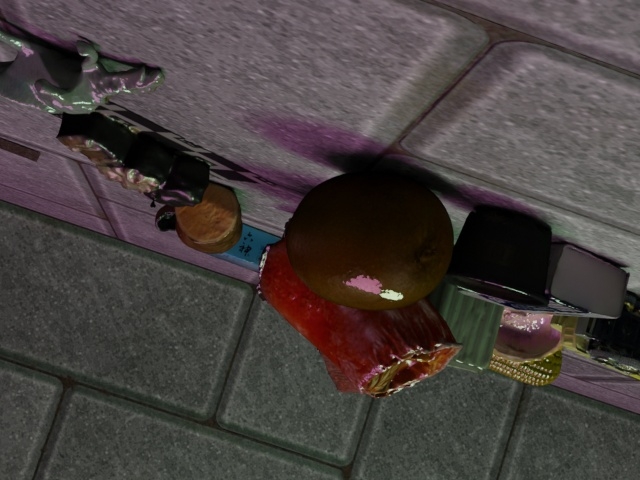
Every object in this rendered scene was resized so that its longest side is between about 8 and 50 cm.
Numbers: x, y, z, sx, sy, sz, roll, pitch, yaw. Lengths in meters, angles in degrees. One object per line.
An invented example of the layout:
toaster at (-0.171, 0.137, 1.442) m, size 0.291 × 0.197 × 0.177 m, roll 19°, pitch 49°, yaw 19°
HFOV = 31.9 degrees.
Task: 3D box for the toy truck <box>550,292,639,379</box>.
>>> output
toy truck at (0.519, 0.170, 1.884) m, size 0.272 × 0.124 × 0.157 m, roll 22°, pitch 170°, yaw -26°

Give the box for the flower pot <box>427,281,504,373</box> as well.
flower pot at (0.216, 0.121, 1.990) m, size 0.239 × 0.190 × 0.209 m, roll 21°, pitch 170°, yaw -24°

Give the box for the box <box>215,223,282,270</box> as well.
box at (-0.156, 0.020, 2.521) m, size 0.232 × 0.083 × 0.142 m, roll 22°, pitch 171°, yaw -19°

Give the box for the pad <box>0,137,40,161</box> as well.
pad at (-0.723, -0.221, 2.425) m, size 0.235 × 0.003 × 0.158 m, roll 20°, pitch 171°, yaw -15°

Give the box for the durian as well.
durian at (0.392, 0.167, 2.236) m, size 0.182 × 0.165 × 0.132 m, roll -10°, pitch 139°, yaw -7°

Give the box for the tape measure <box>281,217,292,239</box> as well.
tape measure at (0.000, 0.000, 2.065) m, size 0.118 × 0.074 × 0.125 m, roll 20°, pitch 174°, yaw -19°

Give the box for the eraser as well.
eraser at (0.335, 0.065, 1.720) m, size 0.130 × 0.086 × 0.287 m, roll 20°, pitch 172°, yaw -18°

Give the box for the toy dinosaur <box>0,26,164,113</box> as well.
toy dinosaur at (-0.388, -0.217, 1.433) m, size 0.392 × 0.092 × 0.205 m, roll -1°, pitch 167°, yaw 41°

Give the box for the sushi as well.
sushi at (-0.309, -0.121, 1.842) m, size 0.296 × 0.100 × 0.373 m, roll 10°, pitch 168°, yaw 46°

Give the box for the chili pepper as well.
chili pepper at (0.057, 0.125, 1.819) m, size 0.229 × 0.305 × 0.251 m, roll -19°, pitch 150°, yaw -31°

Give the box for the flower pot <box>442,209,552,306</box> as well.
flower pot at (0.250, 0.021, 1.543) m, size 0.157 × 0.107 × 0.157 m, roll 17°, pitch 172°, yaw 3°

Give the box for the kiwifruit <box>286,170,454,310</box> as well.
kiwifruit at (0.061, -0.001, 1.514) m, size 0.196 × 0.196 × 0.234 m, roll 24°, pitch 169°, yaw -35°

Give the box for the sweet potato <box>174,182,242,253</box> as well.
sweet potato at (-0.215, -0.030, 2.184) m, size 0.131 × 0.131 × 0.337 m, roll 18°, pitch 171°, yaw -1°

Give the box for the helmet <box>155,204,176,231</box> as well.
helmet at (-0.332, -0.055, 2.515) m, size 0.084 × 0.049 × 0.065 m, roll -5°, pitch 139°, yaw -9°

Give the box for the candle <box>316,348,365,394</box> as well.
candle at (0.102, 0.188, 2.401) m, size 0.317 × 0.287 × 0.131 m, roll 28°, pitch 163°, yaw -37°

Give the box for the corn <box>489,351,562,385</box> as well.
corn at (0.389, 0.232, 2.571) m, size 0.344 × 0.131 × 0.131 m, roll 20°, pitch 172°, yaw -13°
